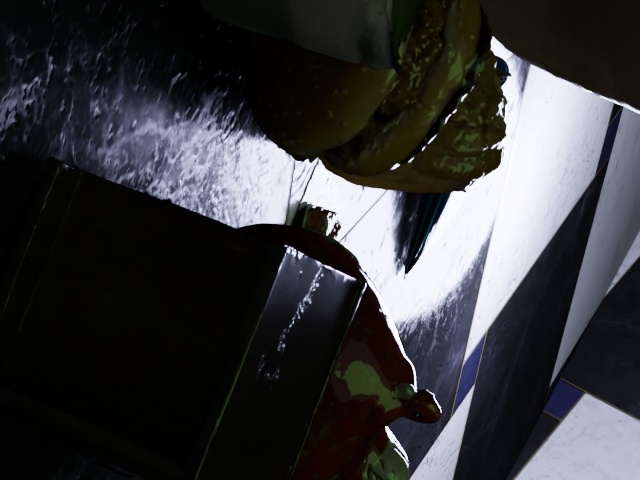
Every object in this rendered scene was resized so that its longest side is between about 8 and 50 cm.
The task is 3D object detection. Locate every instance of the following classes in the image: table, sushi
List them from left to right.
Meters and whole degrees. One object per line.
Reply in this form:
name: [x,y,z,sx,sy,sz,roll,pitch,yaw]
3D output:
table: [-0.097,0.068,1.048,0.172,0.169,0.193,-69,163,-3]
sushi: [0.000,0.000,1.507,0.126,0.026,0.120,-67,162,-10]

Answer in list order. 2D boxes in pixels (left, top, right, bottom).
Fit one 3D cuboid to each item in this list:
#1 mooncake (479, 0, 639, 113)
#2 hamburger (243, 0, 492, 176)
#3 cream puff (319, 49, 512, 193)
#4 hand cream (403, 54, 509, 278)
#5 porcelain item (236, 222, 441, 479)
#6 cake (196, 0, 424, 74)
mooncake: [0.385,-0.314,1.602,0.467,0.467,0.262,-51,153,-45]
hamburger: [0.020,-0.141,1.181,0.118,0.191,0.182,29,78,-30]
cream puff: [0.079,-0.112,1.371,0.189,0.189,0.129,-32,133,-63]
hand cream: [0.150,-0.081,1.834,0.120,0.061,0.270,-48,158,-46]
porcelain item: [-0.014,0.111,1.251,0.253,0.253,0.253,-56,159,-36]
cake: [0.023,-0.281,1.042,0.284,0.158,0.172,-66,161,-13]
